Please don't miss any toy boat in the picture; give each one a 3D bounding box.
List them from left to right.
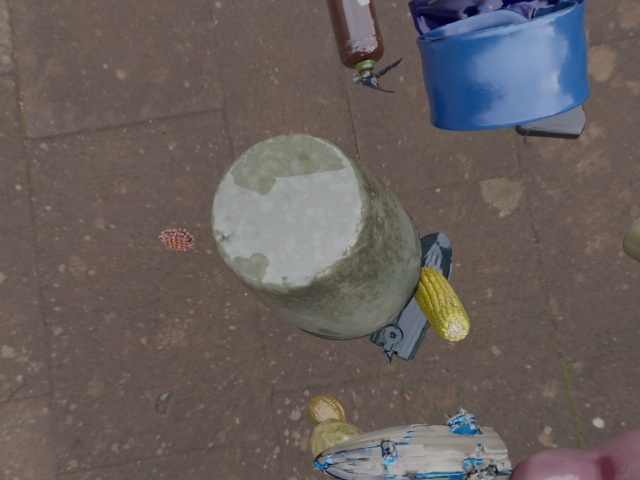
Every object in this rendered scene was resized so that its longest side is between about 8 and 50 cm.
[{"bbox_3d":[0.207,0.116,1.203,0.114,0.122,0.296,26,104,19],"label":"toy boat"},{"bbox_3d":[0.093,0.213,0.540,0.210,0.066,0.084,6,39,-18],"label":"toy boat"}]

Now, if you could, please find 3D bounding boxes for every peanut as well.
[{"bbox_3d":[0.061,0.302,0.741,0.174,0.080,0.080,25,84,23],"label":"peanut"}]

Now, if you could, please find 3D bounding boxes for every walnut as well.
[{"bbox_3d":[0.017,0.513,1.628,0.105,0.105,0.124,-42,74,-4],"label":"walnut"}]

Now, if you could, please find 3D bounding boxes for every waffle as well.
[{"bbox_3d":[-0.337,-0.001,1.297,0.083,0.075,0.029,-15,49,30],"label":"waffle"}]

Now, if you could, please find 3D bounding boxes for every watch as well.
[{"bbox_3d":[0.188,-0.201,0.598,0.196,0.200,0.171,-11,114,35],"label":"watch"}]

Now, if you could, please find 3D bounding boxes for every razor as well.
[{"bbox_3d":[0.520,-0.275,1.254,0.148,0.054,0.090,8,77,11],"label":"razor"}]

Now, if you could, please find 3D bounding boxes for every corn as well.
[{"bbox_3d":[0.201,0.104,0.948,0.067,0.206,0.067,-2,110,-5],"label":"corn"}]

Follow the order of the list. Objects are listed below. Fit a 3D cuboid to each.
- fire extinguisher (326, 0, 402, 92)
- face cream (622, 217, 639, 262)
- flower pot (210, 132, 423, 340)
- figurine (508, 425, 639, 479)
[{"bbox_3d":[0.090,-0.471,1.193,0.138,0.102,0.344,-15,87,36],"label":"fire extinguisher"},{"bbox_3d":[0.593,0.071,0.785,0.137,0.341,0.084,31,103,-33],"label":"face cream"},{"bbox_3d":[0.000,0.000,0.857,0.293,0.330,0.294,-3,77,14],"label":"flower pot"},{"bbox_3d":[0.301,0.251,0.414,0.211,0.270,0.261,-36,125,14],"label":"figurine"}]
